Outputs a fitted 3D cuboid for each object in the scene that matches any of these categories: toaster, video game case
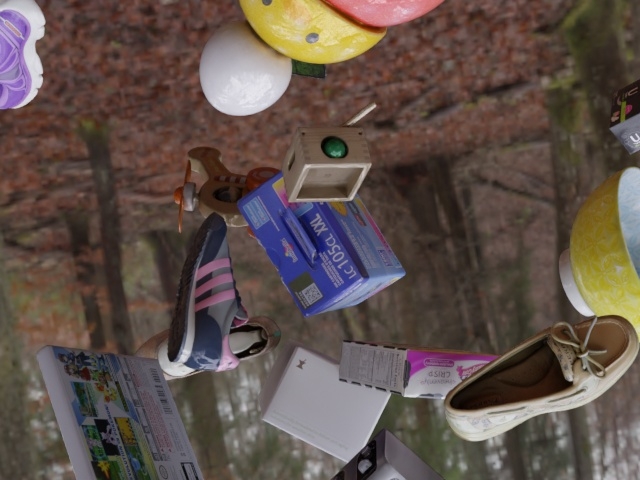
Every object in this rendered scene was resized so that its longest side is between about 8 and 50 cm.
[{"bbox_3d":[0.107,0.419,1.528,0.168,0.185,0.110,-47,-175,17],"label":"toaster"},{"bbox_3d":[-0.332,0.342,1.692,0.036,0.329,0.300,-34,155,19],"label":"video game case"}]

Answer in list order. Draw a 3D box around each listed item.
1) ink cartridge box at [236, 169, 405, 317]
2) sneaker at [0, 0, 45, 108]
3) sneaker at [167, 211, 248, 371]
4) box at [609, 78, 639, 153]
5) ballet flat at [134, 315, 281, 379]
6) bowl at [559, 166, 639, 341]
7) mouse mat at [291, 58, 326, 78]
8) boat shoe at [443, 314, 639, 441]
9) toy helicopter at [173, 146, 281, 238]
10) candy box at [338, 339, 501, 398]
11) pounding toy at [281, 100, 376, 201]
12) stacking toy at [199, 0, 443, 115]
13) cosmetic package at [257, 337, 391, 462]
[{"bbox_3d":[0.000,0.000,1.949,0.151,0.270,0.395,-35,169,17],"label":"ink cartridge box"},{"bbox_3d":[-0.297,-0.169,0.881,0.071,0.068,0.170,-42,174,-27],"label":"sneaker"},{"bbox_3d":[-0.194,0.099,1.815,0.131,0.319,0.112,20,147,-20],"label":"sneaker"},{"bbox_3d":[0.417,-0.165,1.269,0.062,0.052,0.083,-29,-154,38],"label":"box"},{"bbox_3d":[-0.237,0.217,1.992,0.315,0.108,0.106,-17,-177,0],"label":"ballet flat"},{"bbox_3d":[0.476,0.044,1.548,0.156,0.290,0.289,-26,174,37],"label":"bowl"},{"bbox_3d":[-0.052,-0.330,1.516,0.007,0.153,0.189,-22,-158,-26],"label":"mouse mat"},{"bbox_3d":[0.298,0.180,1.306,0.285,0.105,0.089,-29,152,-1],"label":"boat shoe"},{"bbox_3d":[-0.233,-0.120,2.164,0.234,0.140,0.355,-11,-148,-21],"label":"toy helicopter"},{"bbox_3d":[0.145,0.194,1.479,0.159,0.071,0.233,6,176,-22],"label":"candy box"},{"bbox_3d":[0.018,-0.140,1.543,0.130,0.100,0.141,-2,151,-19],"label":"pounding toy"},{"bbox_3d":[0.020,-0.329,1.175,0.480,0.351,0.350,-49,165,26],"label":"stacking toy"},{"bbox_3d":[-0.004,0.299,1.894,0.196,0.155,0.365,27,176,-2],"label":"cosmetic package"}]
